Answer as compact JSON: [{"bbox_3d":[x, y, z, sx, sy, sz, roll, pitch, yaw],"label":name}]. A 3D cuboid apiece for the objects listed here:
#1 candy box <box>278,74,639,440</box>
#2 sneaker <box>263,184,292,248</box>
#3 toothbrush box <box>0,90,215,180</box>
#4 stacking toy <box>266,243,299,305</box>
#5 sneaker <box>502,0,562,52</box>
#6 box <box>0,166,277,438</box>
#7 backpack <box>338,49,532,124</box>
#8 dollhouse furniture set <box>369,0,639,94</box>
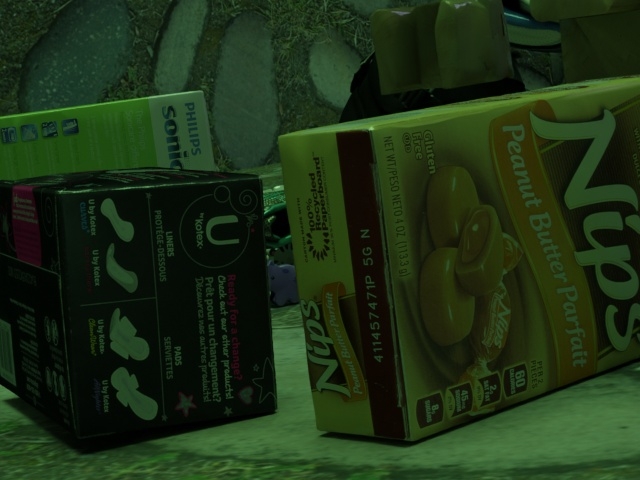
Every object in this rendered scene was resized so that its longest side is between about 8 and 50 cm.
[{"bbox_3d":[0.124,-0.001,1.046,0.316,0.183,0.087,-13,9,-42],"label":"candy box"},{"bbox_3d":[-0.069,-0.017,1.535,0.166,0.065,0.076,-14,14,-16],"label":"sneaker"},{"bbox_3d":[-0.251,-0.040,1.746,0.283,0.206,0.122,-9,6,-5],"label":"toothbrush box"},{"bbox_3d":[-0.082,0.042,1.505,0.221,0.052,0.167,-10,7,-18],"label":"stacking toy"},{"bbox_3d":[0.267,-0.210,1.505,0.322,0.130,0.236,18,20,4],"label":"sneaker"},{"bbox_3d":[-0.138,0.034,1.138,0.142,0.163,0.247,-6,6,-22],"label":"box"},{"bbox_3d":[0.112,-0.109,1.638,0.191,0.225,0.253,26,17,-20],"label":"backpack"},{"bbox_3d":[0.260,-0.151,1.281,0.362,0.394,0.256,-2,8,38],"label":"dollhouse furniture set"}]
